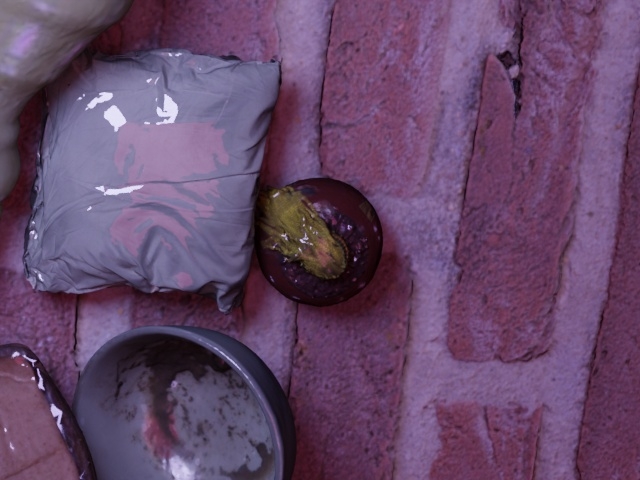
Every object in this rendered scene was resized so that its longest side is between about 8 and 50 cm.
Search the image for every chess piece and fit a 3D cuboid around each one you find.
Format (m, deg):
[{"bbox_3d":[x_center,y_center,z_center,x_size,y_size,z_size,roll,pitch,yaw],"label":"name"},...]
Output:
[{"bbox_3d":[-0.361,-0.182,1.712,0.234,0.234,0.442,23,111,-16],"label":"chess piece"}]

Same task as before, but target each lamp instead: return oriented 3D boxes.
[{"bbox_3d":[0.000,0.005,1.907,0.157,0.135,0.156,-10,103,-13],"label":"lamp"}]

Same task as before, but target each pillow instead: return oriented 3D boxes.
[{"bbox_3d":[-0.204,-0.075,1.848,0.283,0.138,0.310,9,97,-6],"label":"pillow"}]

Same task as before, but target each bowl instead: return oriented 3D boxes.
[{"bbox_3d":[-0.137,0.224,1.891,0.289,0.146,0.289,6,104,28],"label":"bowl"}]

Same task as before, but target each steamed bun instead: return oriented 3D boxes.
[{"bbox_3d":[-0.392,0.283,1.841,0.251,0.199,0.301,-14,79,-19],"label":"steamed bun"}]
